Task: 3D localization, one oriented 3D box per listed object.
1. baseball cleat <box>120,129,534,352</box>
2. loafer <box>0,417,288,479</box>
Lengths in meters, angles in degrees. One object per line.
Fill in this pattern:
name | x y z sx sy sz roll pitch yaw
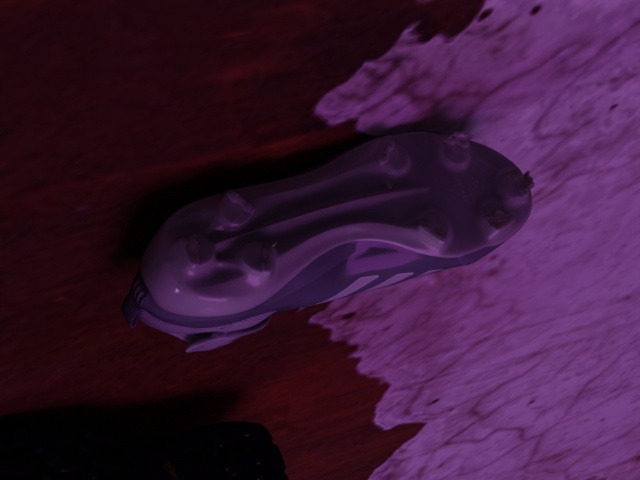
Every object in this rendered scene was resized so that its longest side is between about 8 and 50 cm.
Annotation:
baseball cleat | 0.000 0.000 0.817 0.206 0.072 0.109 -9 162 -28
loafer | -0.117 0.141 0.918 0.223 0.076 0.078 3 147 -43
